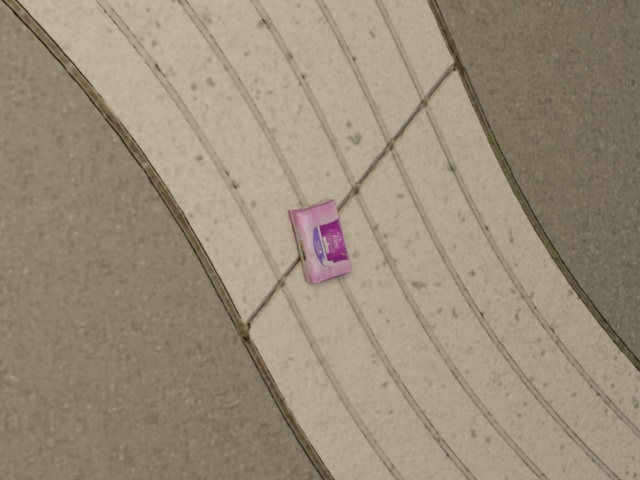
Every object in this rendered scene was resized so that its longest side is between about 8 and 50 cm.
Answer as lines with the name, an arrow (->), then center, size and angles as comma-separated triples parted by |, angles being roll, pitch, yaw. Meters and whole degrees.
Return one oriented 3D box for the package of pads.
package of pads -> 0.000, 0.000, 0.937 | 0.050, 0.032, 0.083 | -18, 99, -22
